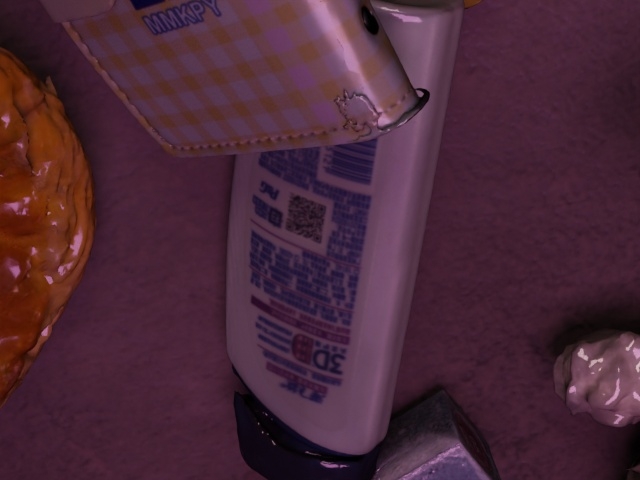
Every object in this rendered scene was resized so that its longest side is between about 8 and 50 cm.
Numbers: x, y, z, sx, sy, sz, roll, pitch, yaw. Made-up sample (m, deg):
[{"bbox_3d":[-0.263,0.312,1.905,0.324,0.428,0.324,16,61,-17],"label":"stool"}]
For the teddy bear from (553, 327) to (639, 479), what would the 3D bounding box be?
[{"bbox_3d":[0.289,0.162,0.875,0.327,0.375,0.362,30,93,24],"label":"teddy bear"}]

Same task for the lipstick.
[{"bbox_3d":[-0.006,0.224,0.995,0.289,0.076,0.077,-34,118,10],"label":"lipstick"}]

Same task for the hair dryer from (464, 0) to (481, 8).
[{"bbox_3d":[0.011,-0.234,0.763,0.278,0.135,0.090,45,62,-39],"label":"hair dryer"}]

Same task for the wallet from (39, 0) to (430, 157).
[{"bbox_3d":[-0.095,-0.184,0.723,0.223,0.077,0.309,-7,122,42],"label":"wallet"}]

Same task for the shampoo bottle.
[{"bbox_3d":[0.000,0.000,0.872,0.134,0.078,0.359,21,121,22],"label":"shampoo bottle"}]

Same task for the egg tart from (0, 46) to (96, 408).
[{"bbox_3d":[-0.290,0.025,0.789,0.150,0.352,0.352,29,117,27],"label":"egg tart"}]
